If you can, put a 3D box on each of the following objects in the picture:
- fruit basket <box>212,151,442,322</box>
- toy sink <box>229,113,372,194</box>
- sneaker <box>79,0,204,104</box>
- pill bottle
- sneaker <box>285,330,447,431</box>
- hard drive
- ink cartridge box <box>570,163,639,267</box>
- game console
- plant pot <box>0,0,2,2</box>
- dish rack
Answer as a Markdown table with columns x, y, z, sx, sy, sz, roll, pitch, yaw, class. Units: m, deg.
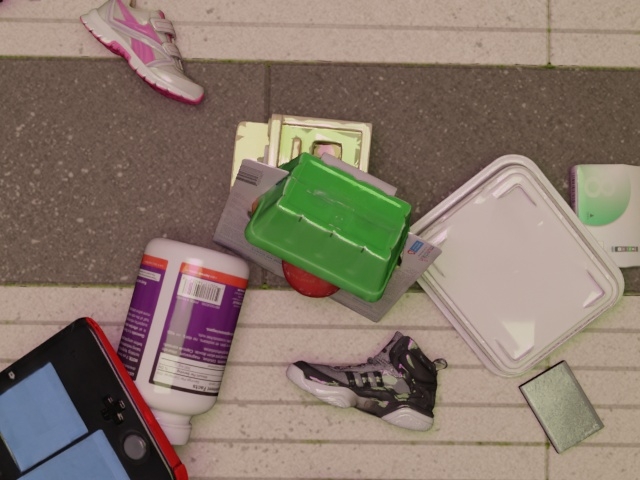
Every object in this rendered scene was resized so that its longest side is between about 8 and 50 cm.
| x | y | z | sx | sy | sz | roll | pitch | yaw | class |
| --- | --- | --- | --- | --- | --- | --- | --- | --- | --- |
| 0.000 | 0.000 | 1.761 | 0.327 | 0.353 | 0.165 | 26 | 70 | -2 | fruit basket |
| -0.037 | -0.129 | 1.868 | 0.234 | 0.131 | 0.152 | 6 | 86 | 0 | toy sink |
| -0.289 | -0.336 | 1.887 | 0.252 | 0.103 | 0.111 | 42 | 89 | 0 | sneaker |
| -0.239 | 0.166 | 1.824 | 0.182 | 0.181 | 0.322 | 15 | 87 | -1 | pill bottle |
| 0.083 | 0.219 | 1.872 | 0.269 | 0.101 | 0.153 | 20 | 86 | -6 | sneaker |
| 0.420 | 0.290 | 1.911 | 0.094 | 0.022 | 0.135 | -30 | 88 | -3 | hard drive |
| 0.553 | -0.042 | 1.918 | 0.225 | 0.056 | 0.180 | -1 | 87 | 0 | ink cartridge box |
| -0.420 | 0.349 | 1.787 | 0.387 | 0.060 | 0.342 | -32 | 89 | 27 | game console |
| -0.605 | -0.493 | 1.865 | 0.165 | 0.167 | 0.166 | 21 | 87 | -7 | plant pot |
| 0.328 | 0.053 | 1.857 | 0.286 | 0.072 | 0.333 | -39 | 97 | 8 | dish rack |
